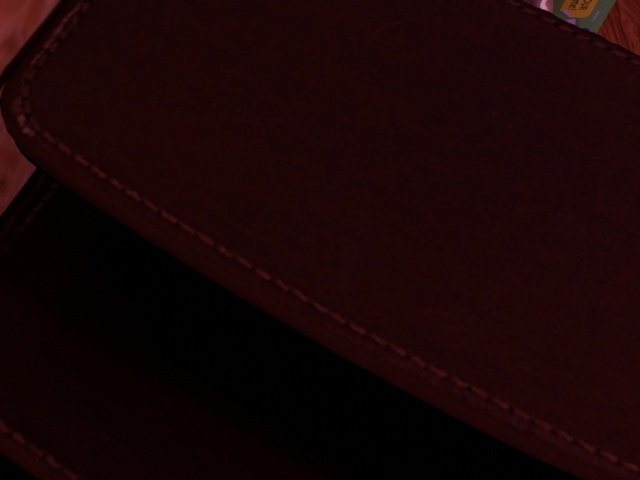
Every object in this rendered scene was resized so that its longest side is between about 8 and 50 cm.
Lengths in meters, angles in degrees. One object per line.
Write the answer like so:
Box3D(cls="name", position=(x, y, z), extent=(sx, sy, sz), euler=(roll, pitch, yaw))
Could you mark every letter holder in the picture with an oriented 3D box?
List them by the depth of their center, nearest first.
Box3D(cls="letter holder", position=(0.042, 0.068, 0.423), extent=(0.214, 0.302, 0.152), euler=(-60, 174, -38))

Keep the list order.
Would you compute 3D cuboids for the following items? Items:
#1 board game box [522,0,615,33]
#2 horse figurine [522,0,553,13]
Box3D(cls="board game box", position=(0.122, -0.184, 0.988), extent=(0.317, 0.046, 0.213), euler=(109, -20, -70))
Box3D(cls="horse figurine", position=(0.067, -0.168, 0.582), extent=(0.263, 0.066, 0.174), euler=(-53, 142, -1))
